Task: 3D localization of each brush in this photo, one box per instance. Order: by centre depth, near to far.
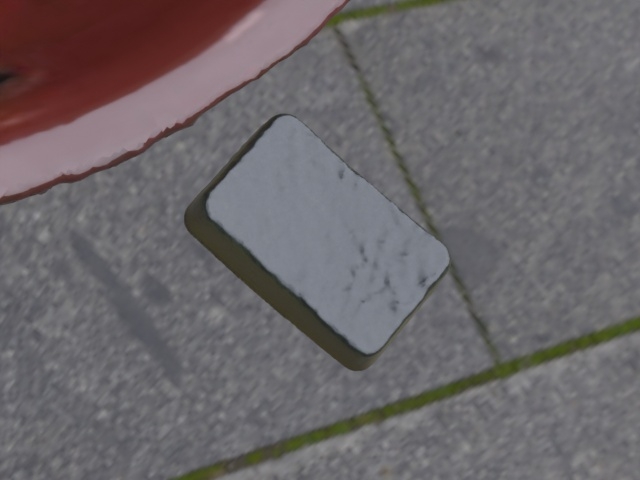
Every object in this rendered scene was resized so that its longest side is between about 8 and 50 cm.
[{"bbox_3d":[0.000,0.000,1.380,0.197,0.059,0.123,41,69,-1],"label":"brush"}]

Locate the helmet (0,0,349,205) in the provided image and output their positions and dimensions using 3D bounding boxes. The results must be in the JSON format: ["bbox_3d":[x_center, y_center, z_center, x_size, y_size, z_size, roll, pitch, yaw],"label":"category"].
[{"bbox_3d":[-0.150,-0.194,0.503,0.385,0.230,0.337,-48,131,-18],"label":"helmet"}]
